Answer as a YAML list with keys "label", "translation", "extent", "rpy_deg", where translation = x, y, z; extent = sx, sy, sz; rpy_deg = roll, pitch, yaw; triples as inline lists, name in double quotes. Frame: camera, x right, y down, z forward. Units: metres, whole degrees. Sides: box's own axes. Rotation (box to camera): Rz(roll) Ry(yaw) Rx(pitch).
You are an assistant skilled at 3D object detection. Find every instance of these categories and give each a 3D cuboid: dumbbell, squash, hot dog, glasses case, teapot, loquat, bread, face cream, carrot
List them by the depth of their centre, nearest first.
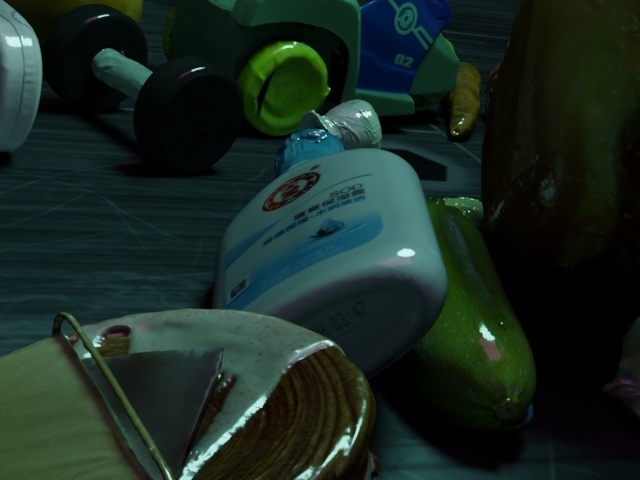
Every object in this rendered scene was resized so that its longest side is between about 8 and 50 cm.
- label: "bread"
  translation: [-0.078, 0.110, 0.738]
  extent: [0.212, 0.142, 0.224]
  rpy_deg: [-14, 29, -19]
- label: "face cream"
  translation: [0.000, 0.000, 1.093]
  extent: [0.163, 0.080, 0.336]
  rpy_deg: [-28, 20, 9]
- label: "squash"
  translation: [0.086, 0.035, 1.125]
  extent: [0.095, 0.094, 0.341]
  rpy_deg: [10, 23, -9]
- label: "hot dog"
  translation: [0.224, -0.078, 1.187]
  extent: [0.185, 0.223, 0.405]
  rpy_deg: [7, -12, 2]
- label: "glasses case"
  translation: [-0.321, -0.169, 1.359]
  extent: [0.075, 0.113, 0.297]
  rpy_deg: [0, 25, -36]
- label: "dumbbell"
  translation: [-0.160, -0.138, 1.401]
  extent: [0.100, 0.100, 0.191]
  rpy_deg: [-5, 28, -41]
- label: "teapot"
  translation: [0.012, -0.097, 1.472]
  extent: [0.064, 0.064, 0.083]
  rpy_deg: [-8, -4, -29]
- label: "loquat"
  translation: [-0.248, -0.238, 1.555]
  extent: [0.141, 0.141, 0.141]
  rpy_deg: [12, 20, -4]
- label: "carrot"
  translation: [0.156, -0.150, 1.719]
  extent: [0.047, 0.047, 0.191]
  rpy_deg: [12, 25, -3]

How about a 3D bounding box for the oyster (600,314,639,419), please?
- label: "oyster"
  translation: [0.303, 0.070, 1.056]
  extent: [0.083, 0.214, 0.223]
  rpy_deg: [46, -7, -29]

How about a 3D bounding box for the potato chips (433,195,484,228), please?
- label: "potato chips"
  translation: [0.103, -0.016, 1.357]
  extent: [0.209, 0.026, 0.142]
  rpy_deg: [-2, 22, -40]

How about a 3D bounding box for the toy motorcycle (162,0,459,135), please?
- label: "toy motorcycle"
  translation: [0.015, -0.227, 1.602]
  extent: [0.326, 0.199, 0.191]
  rpy_deg: [-5, 26, -33]

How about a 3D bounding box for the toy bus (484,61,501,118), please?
- label: "toy bus"
  translation: [0.287, -0.142, 1.617]
  extent: [0.143, 0.153, 0.329]
  rpy_deg: [6, 22, -16]
